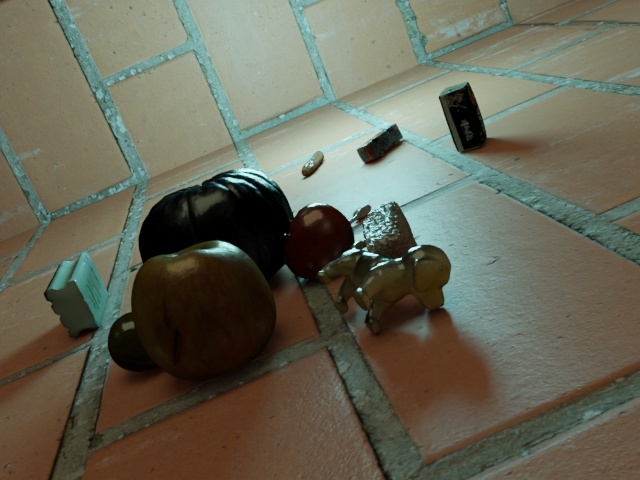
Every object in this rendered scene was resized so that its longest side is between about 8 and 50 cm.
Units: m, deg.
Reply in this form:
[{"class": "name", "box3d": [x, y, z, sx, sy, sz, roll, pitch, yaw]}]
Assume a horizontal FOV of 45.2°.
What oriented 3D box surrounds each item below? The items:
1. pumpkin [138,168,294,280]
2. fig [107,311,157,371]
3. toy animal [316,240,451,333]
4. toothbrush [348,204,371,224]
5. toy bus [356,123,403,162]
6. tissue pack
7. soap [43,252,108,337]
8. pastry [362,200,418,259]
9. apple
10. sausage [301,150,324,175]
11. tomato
[{"class": "pumpkin", "box3d": [-0.234, -0.013, 1.776, 0.363, 0.266, 0.363, -24, 14, 6]}, {"class": "fig", "box3d": [-0.314, 0.199, 1.569, 0.236, 0.124, 0.124, -4, 7, -31]}, {"class": "toy animal", "box3d": [0.110, 0.072, 1.337, 0.233, 0.121, 0.168, 11, 52, 45]}, {"class": "toothbrush", "box3d": [0.029, -0.013, 1.851, 0.029, 0.025, 0.307, -16, 17, 46]}, {"class": "toy bus", "box3d": [0.191, -0.310, 2.456, 0.077, 0.065, 0.192, -20, 14, 45]}, {"class": "tissue pack", "box3d": [0.395, -0.341, 2.120, 0.090, 0.170, 0.103, -13, 18, 27]}, {"class": "soap", "box3d": [-0.622, 0.137, 1.988, 0.094, 0.150, 0.261, -27, 19, -3]}, {"class": "pastry", "box3d": [0.139, 0.002, 1.549, 0.112, 0.103, 0.265, -34, 18, 24]}, {"class": "apple", "box3d": [-0.219, 0.117, 1.420, 0.264, 0.264, 0.264, -20, 18, 7]}, {"class": "sausage", "box3d": [-0.024, -0.265, 2.610, 0.043, 0.043, 0.186, -15, 19, 22]}, {"class": "tomato", "box3d": [0.000, 0.000, 1.661, 0.167, 0.167, 0.167, -20, 18, 7]}]
